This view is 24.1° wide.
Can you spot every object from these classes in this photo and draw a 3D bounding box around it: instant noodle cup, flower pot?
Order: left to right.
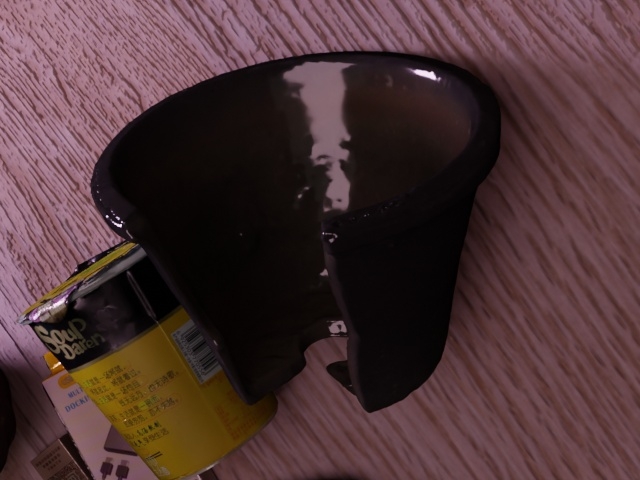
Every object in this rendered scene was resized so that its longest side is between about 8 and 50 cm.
[{"bbox_3d":[-0.164,0.115,1.544,0.215,0.215,0.236,-30,98,24],"label":"instant noodle cup"},{"bbox_3d":[0.000,0.000,1.410,0.379,0.379,0.251,-1,122,21],"label":"flower pot"}]

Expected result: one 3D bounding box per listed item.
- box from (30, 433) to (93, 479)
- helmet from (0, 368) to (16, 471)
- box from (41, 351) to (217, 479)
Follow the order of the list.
[{"bbox_3d":[-0.287,0.269,1.710,0.053,0.024,0.083,-40,85,24],"label":"box"},{"bbox_3d":[-0.428,0.182,1.641,0.177,0.305,0.225,-33,64,3],"label":"helmet"},{"bbox_3d":[-0.214,0.215,1.666,0.129,0.033,0.247,-30,90,24],"label":"box"}]
